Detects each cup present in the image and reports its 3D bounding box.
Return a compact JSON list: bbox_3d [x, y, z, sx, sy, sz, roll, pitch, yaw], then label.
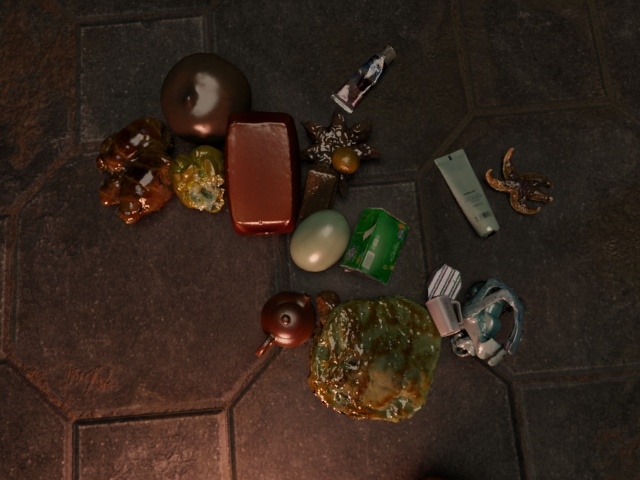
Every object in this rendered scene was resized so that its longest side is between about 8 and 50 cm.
[{"bbox_3d":[0.388,0.225,1.280,0.104,0.074,0.116,-9,63,-20],"label":"cup"}]

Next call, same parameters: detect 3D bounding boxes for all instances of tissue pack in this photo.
[{"bbox_3d":[0.161,0.017,1.358,0.148,0.156,0.208,28,79,-31],"label":"tissue pack"}]

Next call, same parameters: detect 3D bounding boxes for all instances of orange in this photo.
[{"bbox_3d":[0.077,-0.250,1.316,0.095,0.085,0.085,31,83,-2],"label":"orange"}]

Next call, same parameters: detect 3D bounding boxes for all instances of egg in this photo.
[{"bbox_3d":[0.000,0.000,1.326,0.168,0.168,0.231,44,119,7],"label":"egg"}]

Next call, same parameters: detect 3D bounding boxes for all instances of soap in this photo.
[{"bbox_3d":[0.397,0.156,1.364,0.100,0.056,0.149,28,83,5],"label":"soap"}]

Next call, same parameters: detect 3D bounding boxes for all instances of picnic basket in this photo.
[{"bbox_3d":[-0.008,-0.146,1.370,0.110,0.054,0.193,15,120,2],"label":"picnic basket"}]

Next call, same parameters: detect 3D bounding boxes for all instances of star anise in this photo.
[{"bbox_3d":[0.062,-0.291,1.415,0.316,0.108,0.315,0,81,2],"label":"star anise"}]

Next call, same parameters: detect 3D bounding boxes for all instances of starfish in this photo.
[{"bbox_3d":[0.667,-0.196,1.416,0.238,0.071,0.215,7,76,-8],"label":"starfish"}]

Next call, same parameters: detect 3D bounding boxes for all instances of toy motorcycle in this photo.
[{"bbox_3d":[0.518,0.250,1.290,0.154,0.206,0.260,26,80,-35],"label":"toy motorcycle"}]

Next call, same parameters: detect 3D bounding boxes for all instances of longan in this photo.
[{"bbox_3d":[-0.372,-0.452,1.367,0.298,0.297,0.297,0,81,1],"label":"longan"}]

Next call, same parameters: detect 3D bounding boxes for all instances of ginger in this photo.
[{"bbox_3d":[-0.616,-0.232,1.395,0.275,0.152,0.357,-15,79,-1],"label":"ginger"}]

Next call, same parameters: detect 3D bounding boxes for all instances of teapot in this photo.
[{"bbox_3d":[-0.117,0.263,1.318,0.178,0.135,0.252,40,83,10],"label":"teapot"}]

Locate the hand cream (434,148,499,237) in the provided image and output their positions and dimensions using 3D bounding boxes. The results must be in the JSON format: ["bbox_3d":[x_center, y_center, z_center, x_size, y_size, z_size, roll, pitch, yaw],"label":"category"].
[{"bbox_3d":[0.504,-0.158,1.417,0.109,0.067,0.320,-22,77,-1],"label":"hand cream"}]

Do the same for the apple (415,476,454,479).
[{"bbox_3d":[0.344,0.849,1.132,0.401,0.333,0.399,-1,99,-4],"label":"apple"}]

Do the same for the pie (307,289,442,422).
[{"bbox_3d":[0.173,0.352,1.274,0.419,0.180,0.394,11,81,-10],"label":"pie"}]

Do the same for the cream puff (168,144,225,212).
[{"bbox_3d":[-0.398,-0.209,1.362,0.195,0.220,0.194,10,41,-9],"label":"cream puff"}]

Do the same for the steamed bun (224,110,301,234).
[{"bbox_3d":[-0.178,-0.212,1.331,0.235,0.248,0.379,-1,105,1],"label":"steamed bun"}]

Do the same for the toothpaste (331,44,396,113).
[{"bbox_3d":[0.160,-0.576,1.492,0.096,0.061,0.266,43,90,6],"label":"toothpaste"}]
